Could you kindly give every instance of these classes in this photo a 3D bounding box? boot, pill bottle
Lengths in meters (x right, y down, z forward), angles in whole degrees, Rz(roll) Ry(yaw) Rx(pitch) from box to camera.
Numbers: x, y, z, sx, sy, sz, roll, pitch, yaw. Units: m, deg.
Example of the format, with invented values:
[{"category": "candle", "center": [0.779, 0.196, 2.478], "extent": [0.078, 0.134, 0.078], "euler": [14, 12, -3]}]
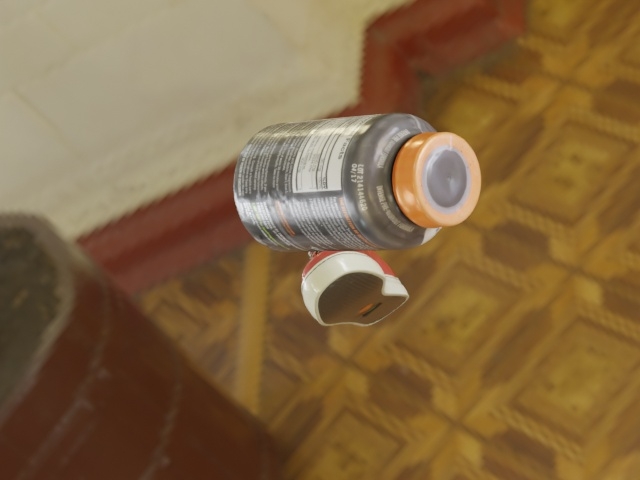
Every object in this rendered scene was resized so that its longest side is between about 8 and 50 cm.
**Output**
[{"category": "boot", "center": [0.000, 0.000, 2.152], "extent": [0.088, 0.244, 0.176], "euler": [-35, 76, 9]}, {"category": "pill bottle", "center": [0.039, -0.054, 1.890], "extent": [0.246, 0.130, 0.130], "euler": [0, 55, 50]}]
